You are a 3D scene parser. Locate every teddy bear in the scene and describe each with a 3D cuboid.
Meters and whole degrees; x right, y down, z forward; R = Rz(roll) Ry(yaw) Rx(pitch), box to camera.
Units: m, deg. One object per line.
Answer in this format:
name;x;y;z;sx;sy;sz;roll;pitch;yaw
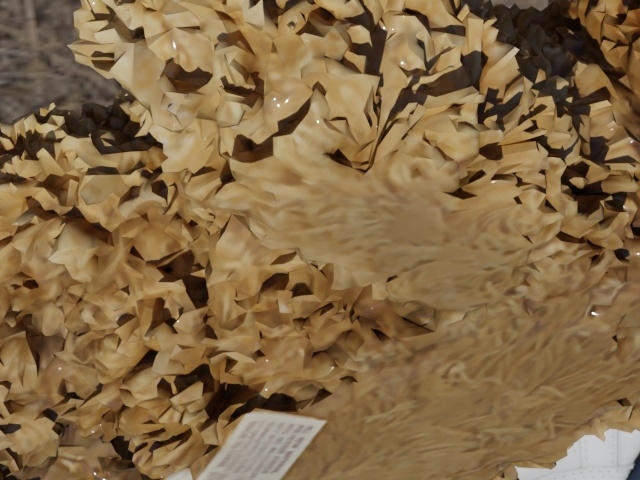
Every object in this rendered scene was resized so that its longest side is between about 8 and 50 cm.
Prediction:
teddy bear;0.000;0.000;0.425;0.245;0.338;0.113;25;39;-47

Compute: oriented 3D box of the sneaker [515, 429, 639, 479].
sneaker;0.089;0.012;0.585;0.095;0.090;0.235;24;73;13
